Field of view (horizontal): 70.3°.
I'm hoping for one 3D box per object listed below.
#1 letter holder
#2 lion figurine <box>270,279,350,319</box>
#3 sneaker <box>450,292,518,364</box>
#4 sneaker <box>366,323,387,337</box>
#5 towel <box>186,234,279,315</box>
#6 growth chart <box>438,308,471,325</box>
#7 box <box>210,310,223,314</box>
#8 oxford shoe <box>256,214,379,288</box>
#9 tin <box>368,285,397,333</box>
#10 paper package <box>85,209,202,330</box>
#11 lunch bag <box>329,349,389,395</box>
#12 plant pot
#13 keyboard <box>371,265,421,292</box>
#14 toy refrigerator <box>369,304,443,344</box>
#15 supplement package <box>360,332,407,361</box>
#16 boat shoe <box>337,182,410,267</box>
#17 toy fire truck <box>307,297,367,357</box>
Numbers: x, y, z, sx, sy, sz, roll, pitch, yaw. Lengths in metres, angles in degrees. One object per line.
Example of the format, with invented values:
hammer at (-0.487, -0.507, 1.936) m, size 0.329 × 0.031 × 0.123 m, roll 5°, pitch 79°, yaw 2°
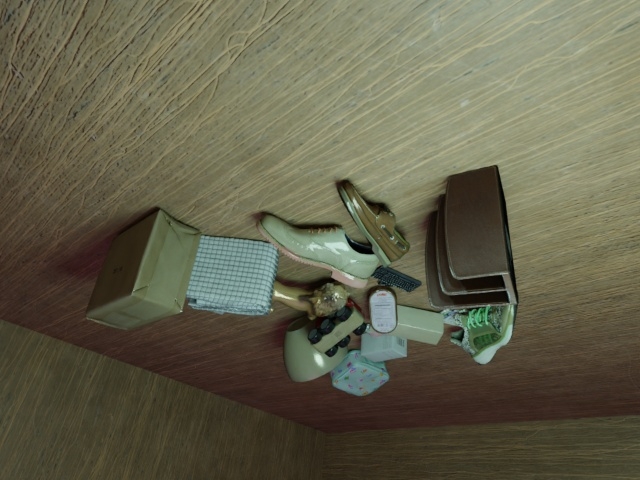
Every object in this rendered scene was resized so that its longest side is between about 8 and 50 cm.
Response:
letter holder at (0.345, -0.003, 1.109) m, size 0.214 × 0.302 × 0.152 m, roll -9°, pitch 143°, yaw 25°
lion figurine at (-0.100, 0.202, 1.653) m, size 0.391 × 0.142 × 0.240 m, roll 5°, pitch 161°, yaw -8°
sneaker at (0.588, 0.310, 1.667) m, size 0.181 × 0.158 × 0.411 m, roll 20°, pitch 137°, yaw 10°
sneaker at (0.259, 0.389, 1.950) m, size 0.134 × 0.051 × 0.070 m, roll 0°, pitch 148°, yaw 19°
towel at (-0.290, 0.121, 1.504) m, size 0.283 × 0.235 × 0.121 m, roll 5°, pitch 153°, yaw 6°
growth chart at (0.565, 0.311, 1.792) m, size 0.237 × 0.021 × 0.172 m, roll 13°, pitch 145°, yaw -8°
box at (-0.403, 0.223, 1.800) m, size 0.087 × 0.102 × 0.101 m, roll 20°, pitch 144°, yaw -21°
oxford shoe at (0.000, 0.000, 1.387) m, size 0.396 × 0.140 × 0.147 m, roll 25°, pitch 113°, yaw -16°
tin at (0.233, 0.258, 1.679) m, size 0.106 × 0.040 × 0.190 m, roll -4°, pitch 109°, yaw 6°
paper package at (-0.570, 0.102, 1.464) m, size 0.324 × 0.310 × 0.168 m, roll -21°, pitch 141°, yaw 38°
lunch bag at (0.201, 0.665, 2.282) m, size 0.279 × 0.108 × 0.224 m, roll 31°, pitch 113°, yaw -35°
plant pot at (-0.049, 0.433, 1.928) m, size 0.284 × 0.284 × 0.191 m, roll -18°, pitch 104°, yaw 34°
keyboard at (0.257, 0.144, 1.606) m, size 0.180 × 0.023 × 0.108 m, roll 25°, pitch 144°, yaw -22°
toy refrigerator at (0.334, 0.317, 1.774) m, size 0.269 × 0.094 × 0.102 m, roll 11°, pitch 142°, yaw 4°
supplement package at (0.278, 0.460, 2.002) m, size 0.179 × 0.105 × 0.105 m, roll -23°, pitch 136°, yaw 38°
boat shoe at (0.153, -0.058, 1.268) m, size 0.104 × 0.111 × 0.307 m, roll -32°, pitch 129°, yaw 8°
toy fire truck at (0.068, 0.307, 1.764) m, size 0.217 × 0.246 × 0.158 m, roll -41°, pitch 112°, yaw 15°
